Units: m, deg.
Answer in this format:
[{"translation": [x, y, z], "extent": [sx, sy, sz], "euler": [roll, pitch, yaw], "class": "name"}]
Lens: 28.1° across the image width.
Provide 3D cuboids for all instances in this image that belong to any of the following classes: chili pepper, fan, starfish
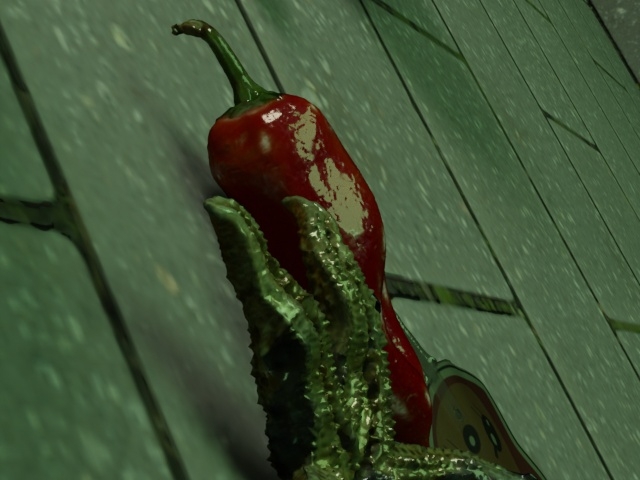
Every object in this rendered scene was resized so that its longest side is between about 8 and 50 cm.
[{"translation": [0.001, 0.000, 0.478], "extent": [0.191, 0.050, 0.059], "euler": [62, 2, -11], "class": "chili pepper"}, {"translation": [0.061, 0.081, 0.561], "extent": [0.220, 0.009, 0.132], "euler": [57, 19, -2], "class": "fan"}, {"translation": [0.014, 0.081, 0.386], "extent": [0.208, 0.053, 0.176], "euler": [56, 28, -4], "class": "starfish"}]
